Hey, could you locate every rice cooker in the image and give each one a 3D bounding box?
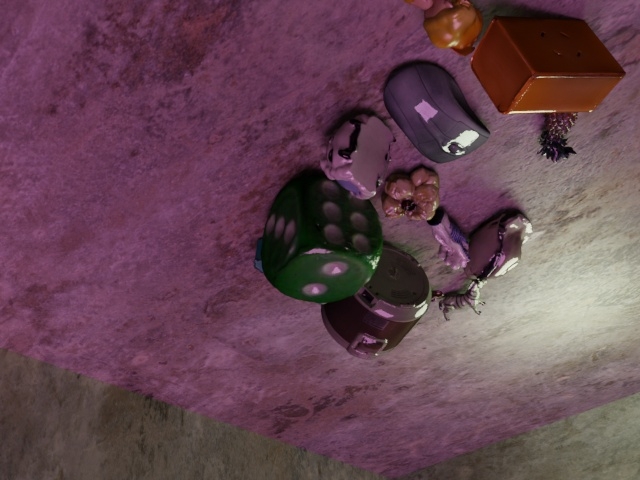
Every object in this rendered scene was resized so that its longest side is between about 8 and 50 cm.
[{"bbox_3d":[0.184,0.214,2.221,0.335,0.335,0.325,14,135,-17],"label":"rice cooker"}]

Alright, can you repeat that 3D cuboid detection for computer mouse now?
[{"bbox_3d":[0.313,-0.313,1.745,0.188,0.121,0.371,-27,137,30],"label":"computer mouse"}]

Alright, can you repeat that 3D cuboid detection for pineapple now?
[{"bbox_3d":[0.651,-0.306,1.771,0.103,0.083,0.221,-4,143,6],"label":"pineapple"}]

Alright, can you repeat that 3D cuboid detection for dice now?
[{"bbox_3d":[0.000,0.000,1.987,0.287,0.297,0.300,18,137,-24],"label":"dice"}]

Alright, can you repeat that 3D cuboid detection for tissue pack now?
[{"bbox_3d":[0.520,-0.397,1.512,0.275,0.194,0.145,-6,145,-23],"label":"tissue pack"}]

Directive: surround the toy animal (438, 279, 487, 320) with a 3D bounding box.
[{"bbox_3d":[0.532,0.217,2.432,0.217,0.073,0.176,-18,132,28],"label":"toy animal"}]

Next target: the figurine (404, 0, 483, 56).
[{"bbox_3d":[0.267,-0.521,1.483,0.246,0.131,0.156,30,172,-16],"label":"figurine"}]

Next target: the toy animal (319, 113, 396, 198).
[{"bbox_3d":[0.093,-0.229,1.800,0.204,0.208,0.156,32,157,-34],"label":"toy animal"}]

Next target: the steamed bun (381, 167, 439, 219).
[{"bbox_3d":[0.280,-0.131,1.972,0.178,0.106,0.192,3,139,-6],"label":"steamed bun"}]

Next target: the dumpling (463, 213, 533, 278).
[{"bbox_3d":[0.595,0.041,2.147,0.205,0.163,0.293,20,126,-16],"label":"dumpling"}]

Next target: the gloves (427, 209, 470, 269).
[{"bbox_3d":[0.420,0.000,2.116,0.097,0.119,0.229,-32,118,-10],"label":"gloves"}]

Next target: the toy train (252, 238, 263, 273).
[{"bbox_3d":[-0.125,0.064,2.217,0.163,0.112,0.203,-15,138,27],"label":"toy train"}]

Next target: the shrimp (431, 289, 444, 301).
[{"bbox_3d":[0.307,0.200,2.425,0.287,0.063,0.152,-13,128,18],"label":"shrimp"}]
